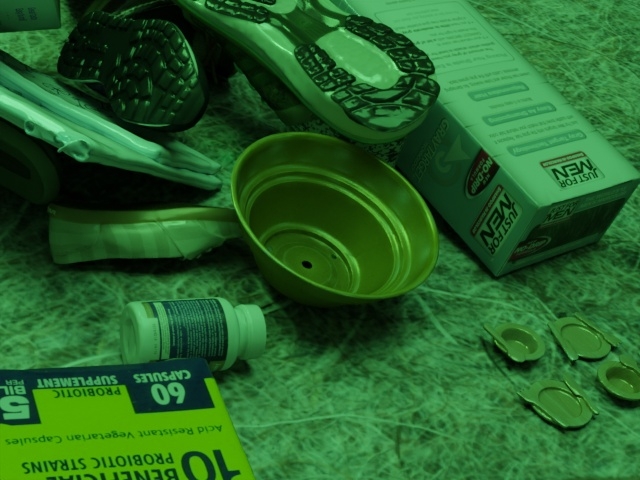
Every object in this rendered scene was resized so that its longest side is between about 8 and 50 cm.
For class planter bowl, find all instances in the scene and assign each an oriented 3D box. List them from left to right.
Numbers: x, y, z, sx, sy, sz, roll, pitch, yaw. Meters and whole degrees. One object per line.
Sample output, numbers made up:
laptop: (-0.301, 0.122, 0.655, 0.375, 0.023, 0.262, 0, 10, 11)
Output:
planter bowl: (0.000, 0.000, 1.370, 0.217, 0.090, 0.217, 16, 43, -15)

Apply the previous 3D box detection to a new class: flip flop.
flip flop: (-0.379, -0.100, 1.367, 0.277, 0.112, 0.080, 28, 58, 14)

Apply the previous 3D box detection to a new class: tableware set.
tableware set: (0.248, 0.123, 1.376, 0.169, 0.020, 0.141, -9, 41, -32)

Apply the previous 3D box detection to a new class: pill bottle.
pill bottle: (-0.112, 0.085, 1.236, 0.120, 0.067, 0.067, -2, 38, -25)

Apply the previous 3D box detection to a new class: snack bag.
snack bag: (-0.284, -0.145, 1.380, 0.323, 0.037, 0.342, 29, 6, 16)

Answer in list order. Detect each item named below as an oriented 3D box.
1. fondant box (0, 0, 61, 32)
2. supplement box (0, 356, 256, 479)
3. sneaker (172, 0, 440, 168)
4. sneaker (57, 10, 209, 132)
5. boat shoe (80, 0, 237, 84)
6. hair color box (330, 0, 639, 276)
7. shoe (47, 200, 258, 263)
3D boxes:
fondant box: (-0.438, -0.277, 1.406, 0.330, 0.096, 0.238, -7, -7, -8)
supplement box: (-0.131, 0.262, 0.862, 0.194, 0.195, 0.356, -1, 38, -24)
sneaker: (-0.048, -0.195, 1.543, 0.158, 0.182, 0.410, -28, 57, -29)
sneaker: (-0.163, -0.164, 1.457, 0.124, 0.107, 0.283, 32, 2, -36)
boat shoe: (-0.131, -0.253, 1.668, 0.342, 0.123, 0.123, -14, 43, -46)
hair color box: (0.165, -0.144, 1.583, 0.185, 0.113, 0.374, -16, 55, -40)
shoe: (-0.163, -0.007, 1.365, 0.219, 0.058, 0.076, 0, 6, -29)
